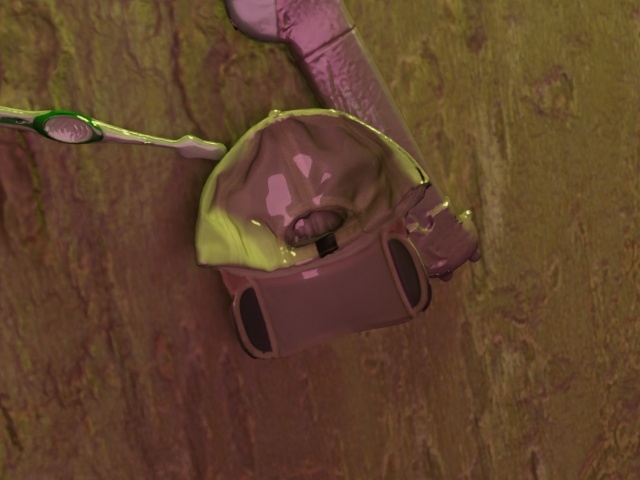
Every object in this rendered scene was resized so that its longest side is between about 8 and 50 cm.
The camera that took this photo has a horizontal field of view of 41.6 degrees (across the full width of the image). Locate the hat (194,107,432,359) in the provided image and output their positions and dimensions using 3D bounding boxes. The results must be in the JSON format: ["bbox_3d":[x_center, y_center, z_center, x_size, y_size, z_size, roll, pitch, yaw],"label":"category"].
[{"bbox_3d":[0.000,0.000,0.823,0.220,0.164,0.226,-16,147,2],"label":"hat"}]

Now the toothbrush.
[{"bbox_3d":[-0.232,-0.101,0.746,0.304,0.030,0.030,7,98,-21],"label":"toothbrush"}]

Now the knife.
[{"bbox_3d":[0.045,-0.117,0.841,0.132,0.038,0.398,-33,111,-4],"label":"knife"}]
